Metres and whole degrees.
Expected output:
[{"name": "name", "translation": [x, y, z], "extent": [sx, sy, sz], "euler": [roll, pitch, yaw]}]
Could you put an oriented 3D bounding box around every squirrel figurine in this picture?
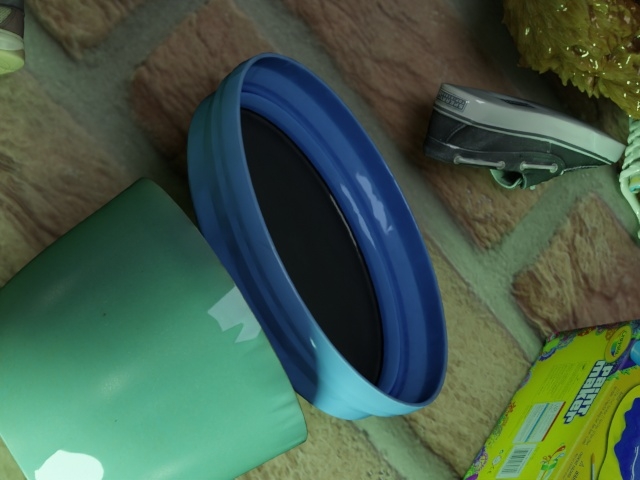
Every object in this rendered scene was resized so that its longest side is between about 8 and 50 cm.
[{"name": "squirrel figurine", "translation": [0.398, -0.326, 1.786], "extent": [0.370, 0.281, 0.397], "euler": [22, 76, -46]}]

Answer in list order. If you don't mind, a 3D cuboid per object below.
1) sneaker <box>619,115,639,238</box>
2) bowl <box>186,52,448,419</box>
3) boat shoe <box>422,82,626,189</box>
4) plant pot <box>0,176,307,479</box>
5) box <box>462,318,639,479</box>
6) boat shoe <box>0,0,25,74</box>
[{"name": "sneaker", "translation": [0.430, -0.106, 1.858], "extent": [0.092, 0.087, 0.229], "euler": [-10, 84, -30]}, {"name": "bowl", "translation": [0.000, 0.000, 1.476], "extent": [0.391, 0.077, 0.391], "euler": [47, 28, -35]}, {"name": "boat shoe", "translation": [0.244, -0.111, 1.746], "extent": [0.301, 0.108, 0.102], "euler": [7, 109, -42]}, {"name": "plant pot", "translation": [-0.189, 0.126, 1.342], "extent": [0.235, 0.293, 0.293], "euler": [-32, 98, -13]}, {"name": "box", "translation": [0.342, 0.294, 1.676], "extent": [0.279, 0.177, 0.290], "euler": [45, 62, -17]}, {"name": "boat shoe", "translation": [-0.412, -0.235, 1.381], "extent": [0.285, 0.103, 0.092], "euler": [14, 68, -32]}]
